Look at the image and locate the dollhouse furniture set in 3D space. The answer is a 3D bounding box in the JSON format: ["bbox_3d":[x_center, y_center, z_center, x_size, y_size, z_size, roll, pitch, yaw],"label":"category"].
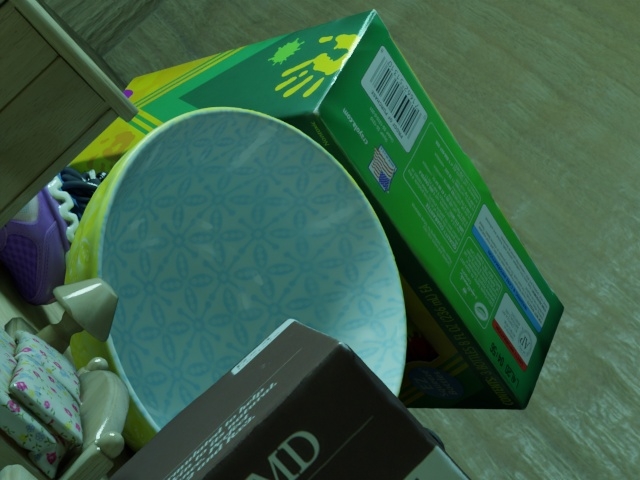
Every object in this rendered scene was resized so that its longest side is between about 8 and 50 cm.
[{"bbox_3d":[-0.185,-0.047,0.533,0.303,0.174,0.355,47,-4,-18],"label":"dollhouse furniture set"}]

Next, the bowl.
[{"bbox_3d":[-0.086,0.059,0.862,0.156,0.289,0.289,-22,-62,45],"label":"bowl"}]

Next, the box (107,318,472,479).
[{"bbox_3d":[0.003,0.169,0.536,0.203,0.168,0.167,48,-7,-7],"label":"box"}]

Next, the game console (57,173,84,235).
[{"bbox_3d":[-0.244,-0.026,1.086,0.386,0.060,0.342,48,2,-16],"label":"game console"}]

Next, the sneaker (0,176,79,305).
[{"bbox_3d":[-0.265,-0.053,0.831,0.095,0.104,0.236,-19,-82,48],"label":"sneaker"}]

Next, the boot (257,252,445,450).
[{"bbox_3d":[0.091,0.225,1.053,0.445,0.146,0.367,50,-18,21],"label":"boot"}]

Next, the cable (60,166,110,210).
[{"bbox_3d":[-0.158,-0.002,1.008,0.184,0.047,0.150,48,-1,16],"label":"cable"}]

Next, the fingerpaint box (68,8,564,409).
[{"bbox_3d":[0.000,0.000,1.258,0.371,0.163,0.445,-6,-47,41],"label":"fingerpaint box"}]
